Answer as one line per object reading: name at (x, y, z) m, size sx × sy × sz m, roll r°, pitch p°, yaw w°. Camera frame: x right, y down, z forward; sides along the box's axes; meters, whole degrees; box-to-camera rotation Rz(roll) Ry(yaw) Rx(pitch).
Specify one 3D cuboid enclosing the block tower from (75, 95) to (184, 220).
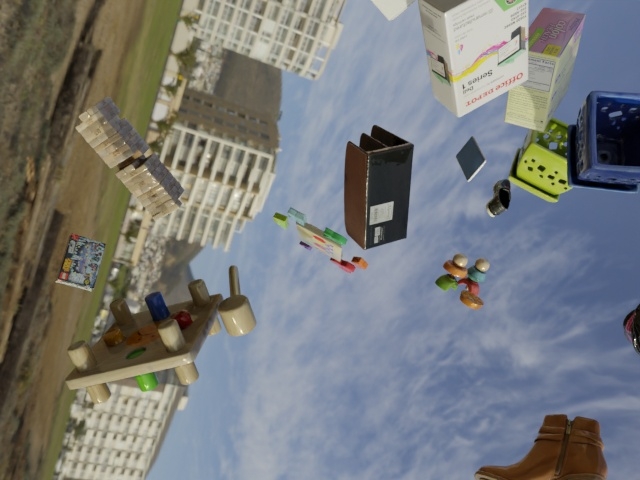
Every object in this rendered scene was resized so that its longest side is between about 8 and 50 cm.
block tower at (-0.508, -0.217, 1.513) m, size 0.091 × 0.335 × 0.097 m, roll -26°, pitch -156°, yaw 20°

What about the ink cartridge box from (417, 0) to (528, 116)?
ink cartridge box at (0.348, -0.447, 1.246) m, size 0.117 × 0.202 × 0.278 m, roll 58°, pitch -5°, yaw 41°

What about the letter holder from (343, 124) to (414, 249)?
letter holder at (0.143, -0.164, 1.644) m, size 0.214 × 0.152 × 0.301 m, roll 45°, pitch -36°, yaw 50°

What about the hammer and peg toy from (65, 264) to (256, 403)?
hammer and peg toy at (-0.284, 0.180, 1.111) m, size 0.266 × 0.362 × 0.127 m, roll -81°, pitch 156°, yaw -70°

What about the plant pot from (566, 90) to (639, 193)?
plant pot at (0.828, -0.261, 1.572) m, size 0.212 × 0.236 × 0.235 m, roll 90°, pitch 6°, yaw -74°

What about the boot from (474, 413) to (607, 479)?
boot at (0.522, 0.508, 1.327) m, size 0.284 × 0.109 × 0.220 m, roll -4°, pitch -136°, yaw 31°

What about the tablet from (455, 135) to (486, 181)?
tablet at (0.282, -0.154, 1.048) m, size 0.054 × 0.006 × 0.083 m, roll -55°, pitch -151°, yaw 35°

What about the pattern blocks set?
pattern blocks set at (0.000, 0.000, 1.514) m, size 0.026 × 0.286 × 0.325 m, roll -60°, pitch 180°, yaw -11°

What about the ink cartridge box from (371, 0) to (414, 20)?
ink cartridge box at (0.152, -0.740, 1.405) m, size 0.122 × 0.289 × 0.211 m, roll -22°, pitch -146°, yaw 51°

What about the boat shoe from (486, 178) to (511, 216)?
boat shoe at (0.420, -0.103, 1.285) m, size 0.042 × 0.049 × 0.133 m, roll -32°, pitch -166°, yaw 44°

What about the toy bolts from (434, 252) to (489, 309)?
toy bolts at (0.622, 0.153, 2.281) m, size 0.218 × 0.229 × 0.158 m, roll 40°, pitch -64°, yaw 34°

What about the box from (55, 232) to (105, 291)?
box at (-0.638, 0.058, 1.492) m, size 0.027 × 0.094 × 0.136 m, roll -31°, pitch -133°, yaw 48°

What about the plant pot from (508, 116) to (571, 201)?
plant pot at (0.809, -0.283, 1.989) m, size 0.227 × 0.228 × 0.207 m, roll -58°, pitch 176°, yaw -41°

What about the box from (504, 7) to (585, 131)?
box at (0.611, -0.466, 1.534) m, size 0.213 × 0.117 × 0.242 m, roll -52°, pitch 151°, yaw -27°

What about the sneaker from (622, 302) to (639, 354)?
sneaker at (0.762, 0.240, 1.221) m, size 0.202 × 0.483 × 0.185 m, roll 14°, pitch -71°, yaw 33°
